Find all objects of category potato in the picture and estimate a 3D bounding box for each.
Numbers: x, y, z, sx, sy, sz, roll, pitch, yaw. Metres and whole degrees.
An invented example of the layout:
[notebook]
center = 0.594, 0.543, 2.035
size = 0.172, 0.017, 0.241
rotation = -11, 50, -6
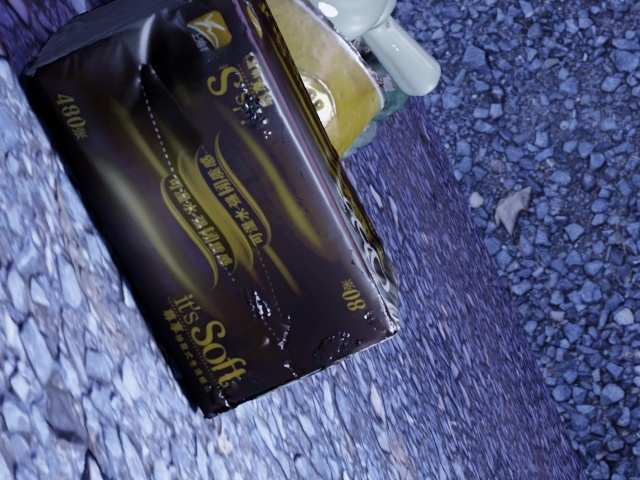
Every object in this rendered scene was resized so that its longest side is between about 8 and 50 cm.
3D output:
[potato]
center = -0.101, -0.172, 1.711
size = 0.299, 0.196, 0.246
rotation = 40, -12, 4

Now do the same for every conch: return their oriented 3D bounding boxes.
[conch]
center = 0.037, -0.257, 2.524
size = 0.220, 0.195, 0.277
rotation = 2, 89, -56

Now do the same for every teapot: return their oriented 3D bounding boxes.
[teapot]
center = 0.017, -0.271, 1.861
size = 0.318, 0.149, 0.220
rotation = 55, 50, -11

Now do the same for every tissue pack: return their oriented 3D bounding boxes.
[tissue pack]
center = -0.087, -0.050, 1.492
size = 0.370, 0.210, 0.198
rotation = 63, 7, -18

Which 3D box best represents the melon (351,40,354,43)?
[melon]
center = -0.081, -0.321, 2.019
size = 0.331, 0.226, 0.344
rotation = 20, 37, -39
